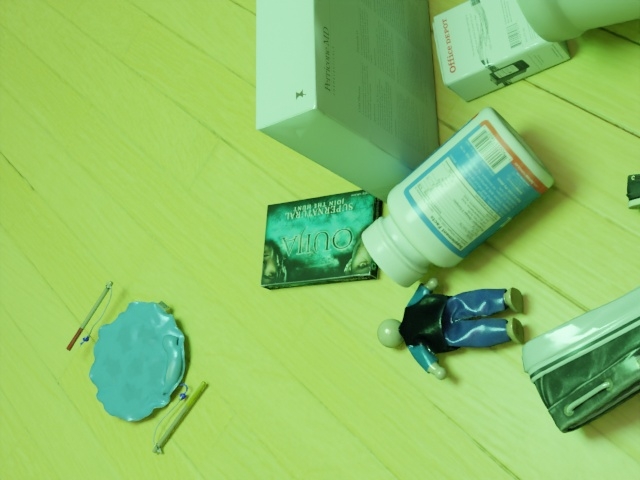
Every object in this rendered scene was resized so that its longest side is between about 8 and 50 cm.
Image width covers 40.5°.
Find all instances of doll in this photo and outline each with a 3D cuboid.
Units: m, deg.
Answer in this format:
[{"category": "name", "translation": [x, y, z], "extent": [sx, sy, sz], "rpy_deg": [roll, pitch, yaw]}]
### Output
[{"category": "doll", "translation": [0.151, 0.106, 1.057], "extent": [0.188, 0.046, 0.129], "rpy_deg": [-10, 67, 33]}]

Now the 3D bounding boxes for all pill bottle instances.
[{"category": "pill bottle", "translation": [0.160, -0.046, 1.055], "extent": [0.221, 0.124, 0.124], "rpy_deg": [-41, 55, 18]}]

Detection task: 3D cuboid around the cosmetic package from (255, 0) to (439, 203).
[{"category": "cosmetic package", "translation": [0.039, -0.270, 1.118], "extent": [0.097, 0.284, 0.378], "rpy_deg": [-14, 66, 31]}]

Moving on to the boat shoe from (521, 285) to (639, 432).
[{"category": "boat shoe", "translation": [0.367, 0.097, 0.876], "extent": [0.335, 0.121, 0.119], "rpy_deg": [-36, 64, 34]}]

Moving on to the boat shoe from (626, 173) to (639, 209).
[{"category": "boat shoe", "translation": [0.397, -0.064, 0.937], "extent": [0.133, 0.049, 0.042], "rpy_deg": [-9, 77, 38]}]

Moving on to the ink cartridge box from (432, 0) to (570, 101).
[{"category": "ink cartridge box", "translation": [0.230, -0.261, 1.117], "extent": [0.150, 0.063, 0.109], "rpy_deg": [-20, 64, 30]}]

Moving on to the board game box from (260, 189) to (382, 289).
[{"category": "board game box", "translation": [0.000, 0.000, 1.216], "extent": [0.186, 0.026, 0.126], "rpy_deg": [-8, 69, 34]}]

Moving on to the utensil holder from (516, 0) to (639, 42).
[{"category": "utensil holder", "translation": [0.396, -0.406, 0.885], "extent": [0.385, 0.327, 0.328], "rpy_deg": [-6, 71, 33]}]

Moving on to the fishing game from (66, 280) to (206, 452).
[{"category": "fishing game", "translation": [-0.281, 0.185, 1.348], "extent": [0.264, 0.041, 0.189], "rpy_deg": [36, 97, 30]}]
